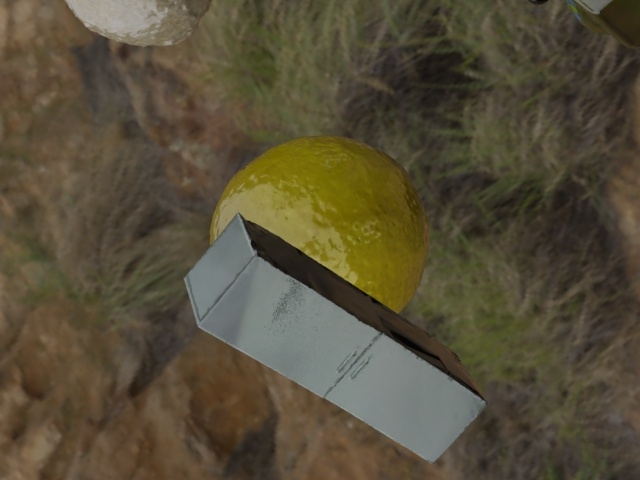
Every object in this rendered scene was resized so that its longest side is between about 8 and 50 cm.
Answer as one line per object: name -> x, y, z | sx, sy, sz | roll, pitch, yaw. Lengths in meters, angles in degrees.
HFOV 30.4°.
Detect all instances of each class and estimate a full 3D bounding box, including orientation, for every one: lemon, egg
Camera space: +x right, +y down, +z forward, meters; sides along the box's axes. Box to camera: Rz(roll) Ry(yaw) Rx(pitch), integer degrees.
lemon -> 0.001, 0.000, 1.490 | 0.293, 0.293, 0.293 | 42, 151, 30
egg -> -0.283, -0.435, 1.764 | 0.279, 0.279, 0.310 | 25, 154, 50

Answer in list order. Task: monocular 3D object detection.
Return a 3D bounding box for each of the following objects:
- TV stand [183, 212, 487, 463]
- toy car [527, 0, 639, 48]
TV stand -> 0.016, 0.086, 1.013 | 0.269, 0.083, 0.088 | 33, -164, -28
toy car -> 0.269, -0.265, 1.068 | 0.248, 0.204, 0.198 | 19, -142, -52
